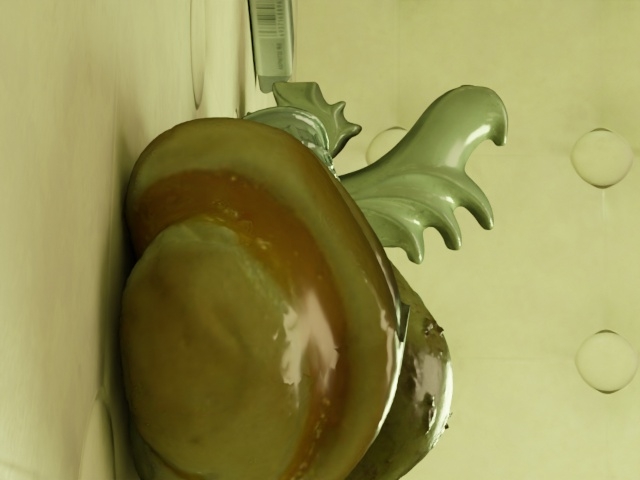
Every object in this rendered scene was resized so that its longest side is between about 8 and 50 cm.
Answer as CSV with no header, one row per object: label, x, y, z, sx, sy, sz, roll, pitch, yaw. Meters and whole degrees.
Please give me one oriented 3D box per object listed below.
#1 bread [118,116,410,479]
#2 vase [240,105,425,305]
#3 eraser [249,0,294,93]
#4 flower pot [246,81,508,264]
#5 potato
bread,-0.037,0.062,1.192,0.341,0.210,0.301,78,11,-80
vase,0.000,0.000,1.659,0.299,0.143,0.143,-123,-157,-43
eraser,-0.073,-0.346,2.370,0.352,0.061,0.089,86,4,-59
flower pot,0.075,-0.091,2.231,0.164,0.367,0.254,-135,-134,-87
potato,-0.009,0.093,1.444,0.307,0.210,0.173,55,22,9
